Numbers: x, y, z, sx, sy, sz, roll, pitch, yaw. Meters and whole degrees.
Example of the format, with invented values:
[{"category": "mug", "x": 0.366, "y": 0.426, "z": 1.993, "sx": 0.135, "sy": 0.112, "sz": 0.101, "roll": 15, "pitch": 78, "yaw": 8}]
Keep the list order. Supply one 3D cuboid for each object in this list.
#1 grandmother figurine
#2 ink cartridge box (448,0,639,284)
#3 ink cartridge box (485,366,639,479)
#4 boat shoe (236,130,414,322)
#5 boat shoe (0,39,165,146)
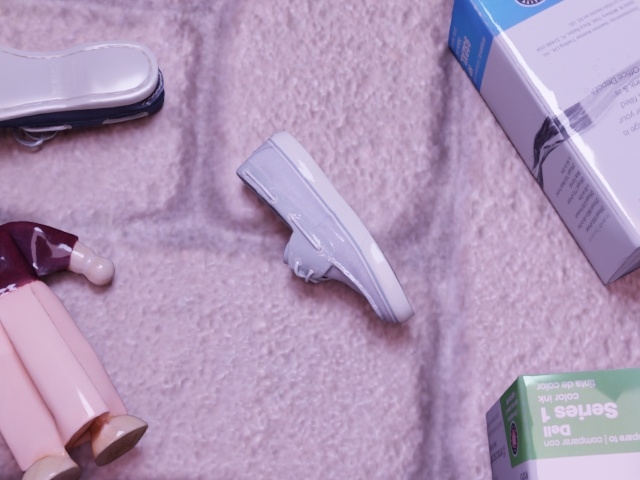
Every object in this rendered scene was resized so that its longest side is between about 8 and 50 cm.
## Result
[{"category": "grandmother figurine", "x": -0.288, "y": 0.056, "z": 0.899, "sx": 0.207, "sy": 0.104, "sz": 0.342, "roll": -27, "pitch": 73, "yaw": -34}, {"category": "ink cartridge box", "x": 0.297, "y": -0.148, "z": 0.942, "sx": 0.223, "sy": 0.129, "sz": 0.307, "roll": -27, "pitch": 73, "yaw": -8}, {"category": "ink cartridge box", "x": 0.210, "y": 0.255, "z": 0.767, "sx": 0.117, "sy": 0.201, "sz": 0.278, "roll": -4, "pitch": 72, "yaw": 1}, {"category": "boat shoe", "x": -0.001, "y": -0.001, "z": 0.932, "sx": 0.081, "sy": 0.079, "sz": 0.227, "roll": -37, "pitch": 69, "yaw": -1}, {"category": "boat shoe", "x": -0.283, "y": -0.149, "z": 0.981, "sx": 0.254, "sy": 0.079, "sz": 0.095, "roll": -8, "pitch": 69, "yaw": -4}]
